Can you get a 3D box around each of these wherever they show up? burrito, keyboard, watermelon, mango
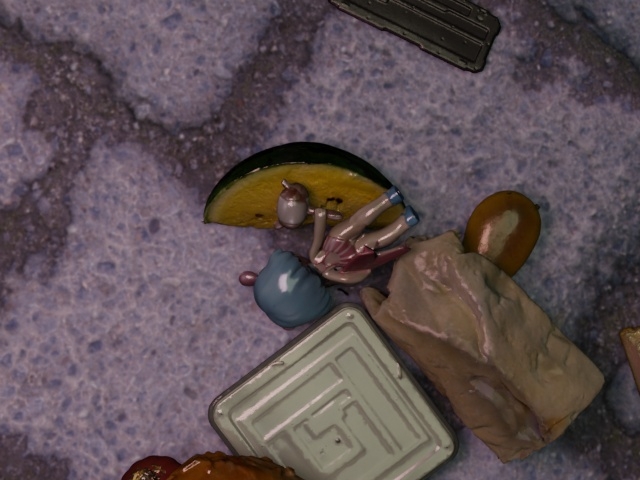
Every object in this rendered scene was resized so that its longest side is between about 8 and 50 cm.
[{"bbox_3d":[0.211,0.144,1.350,0.332,0.135,0.190,45,115,-1],"label":"burrito"},{"bbox_3d":[0.141,-0.345,1.462,0.262,0.016,0.106,25,82,-6],"label":"keyboard"},{"bbox_3d":[-0.019,-0.072,1.381,0.301,0.123,0.129,0,106,-6],"label":"watermelon"},{"bbox_3d":[0.253,0.004,1.417,0.103,0.076,0.161,32,88,-5],"label":"mango"}]

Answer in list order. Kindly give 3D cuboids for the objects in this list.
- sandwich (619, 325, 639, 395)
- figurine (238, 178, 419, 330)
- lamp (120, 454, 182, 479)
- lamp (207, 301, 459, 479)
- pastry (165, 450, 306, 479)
[{"bbox_3d":[0.510,0.190,1.446,0.162,0.058,0.193,36,83,-2],"label":"sandwich"},{"bbox_3d":[0.004,0.010,1.325,0.260,0.103,0.205,-35,117,15],"label":"figurine"},{"bbox_3d":[-0.222,0.337,1.313,0.101,0.090,0.101,-7,54,9],"label":"lamp"},{"bbox_3d":[0.019,0.262,1.370,0.266,0.047,0.269,-37,91,-3],"label":"lamp"},{"bbox_3d":[-0.088,0.407,1.246,0.310,0.162,0.255,33,56,-7],"label":"pastry"}]
